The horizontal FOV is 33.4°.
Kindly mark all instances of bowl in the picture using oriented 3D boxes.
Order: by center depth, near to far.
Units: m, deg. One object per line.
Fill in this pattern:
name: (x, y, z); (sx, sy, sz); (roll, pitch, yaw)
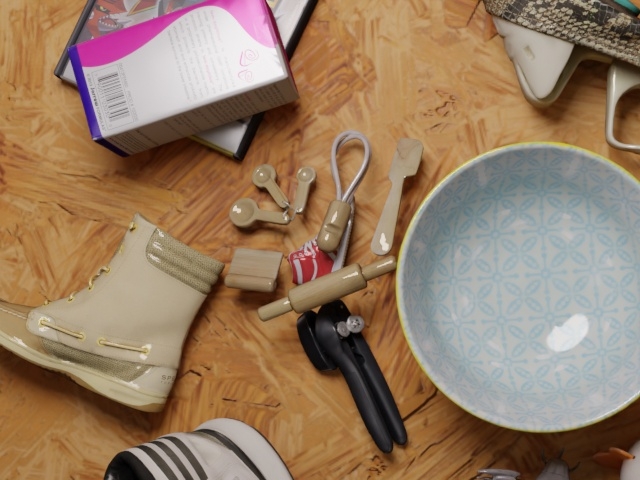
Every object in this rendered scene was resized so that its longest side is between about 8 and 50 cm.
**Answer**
bowl: (0.226, 0.051, 1.128); (0.289, 0.156, 0.289); (-1, 85, 7)

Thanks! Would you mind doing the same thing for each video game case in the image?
video game case: (-0.148, -0.267, 1.260); (0.248, 0.035, 0.275); (25, 88, 8)

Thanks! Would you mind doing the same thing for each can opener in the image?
can opener: (0.045, 0.150, 1.199); (0.059, 0.073, 0.186); (-29, 84, -36)

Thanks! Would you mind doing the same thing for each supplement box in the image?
supplement box: (-0.147, -0.184, 1.178); (0.220, 0.114, 0.111); (-17, 83, 6)

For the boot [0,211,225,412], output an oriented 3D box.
boot: (-0.259, 0.056, 1.214); (0.262, 0.095, 0.203); (24, 89, 6)

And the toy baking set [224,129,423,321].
toy baking set: (0.004, -0.023, 1.183); (0.256, 0.030, 0.197); (-18, 64, 10)

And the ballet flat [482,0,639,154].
ballet flat: (0.333, -0.192, 1.149); (0.483, 0.164, 0.182); (25, 104, 6)

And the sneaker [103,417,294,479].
sneaker: (-0.062, 0.370, 1.033); (0.447, 0.257, 0.169); (44, 110, 24)

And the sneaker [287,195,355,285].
sneaker: (0.000, 0.000, 1.216); (0.067, 0.042, 0.118); (13, 89, 4)

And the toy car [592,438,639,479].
toy car: (0.401, 0.269, 1.103); (0.238, 0.210, 0.219); (20, 73, 36)

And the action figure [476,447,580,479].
action figure: (0.221, 0.359, 1.138); (0.185, 0.099, 0.285); (14, 83, 15)
